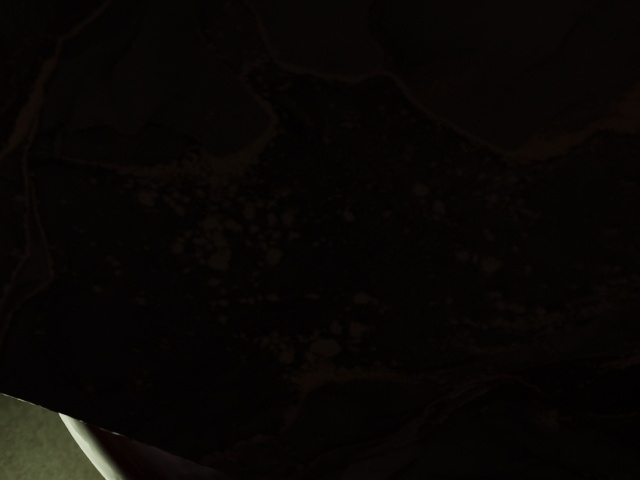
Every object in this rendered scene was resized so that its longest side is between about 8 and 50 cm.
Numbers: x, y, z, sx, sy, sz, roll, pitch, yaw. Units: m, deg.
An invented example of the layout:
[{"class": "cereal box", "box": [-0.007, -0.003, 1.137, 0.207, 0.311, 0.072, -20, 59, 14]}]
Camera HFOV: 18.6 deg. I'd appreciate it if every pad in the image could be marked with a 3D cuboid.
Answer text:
[{"class": "pad", "box": [0.065, 0.001, 0.534, 0.007, 0.367, 0.247, -83, 18, -54]}]

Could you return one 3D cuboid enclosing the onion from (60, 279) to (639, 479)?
[{"class": "onion", "box": [0.070, 0.007, 0.734, 0.353, 0.354, 0.353, 55, 169, 16]}]
